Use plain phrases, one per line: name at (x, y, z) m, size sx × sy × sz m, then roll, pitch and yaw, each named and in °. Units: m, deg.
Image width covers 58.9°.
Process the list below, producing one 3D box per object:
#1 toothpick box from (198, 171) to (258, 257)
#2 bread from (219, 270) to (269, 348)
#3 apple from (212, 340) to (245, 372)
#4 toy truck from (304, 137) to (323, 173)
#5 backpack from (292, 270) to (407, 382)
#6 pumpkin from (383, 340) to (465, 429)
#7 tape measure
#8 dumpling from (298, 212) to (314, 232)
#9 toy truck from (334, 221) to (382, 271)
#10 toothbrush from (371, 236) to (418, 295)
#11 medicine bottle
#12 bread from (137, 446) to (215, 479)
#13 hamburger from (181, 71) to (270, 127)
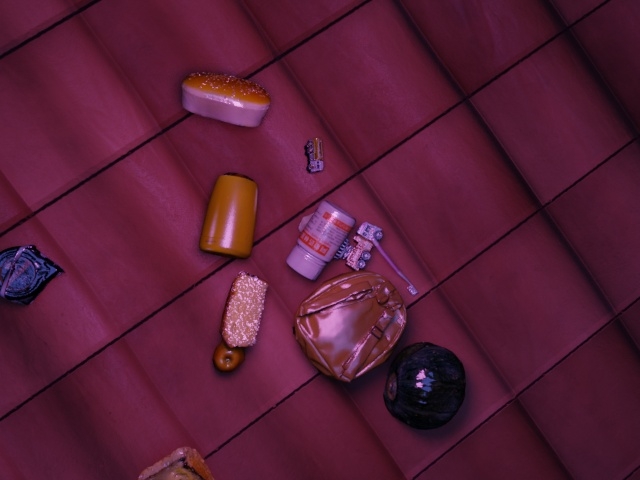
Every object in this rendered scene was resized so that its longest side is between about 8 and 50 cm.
toothpick box at (-0.297, -0.083, 1.888) m, size 0.175 × 0.175 × 0.271 m, roll 11°, pitch 82°, yaw -7°
bread at (-0.263, 0.243, 1.890) m, size 0.129 × 0.134 × 0.260 m, roll 18°, pitch 69°, yaw -16°
apple at (-0.309, 0.386, 1.891) m, size 0.114 × 0.102 × 0.099 m, roll -39°, pitch 93°, yaw -6°
toy truck at (-0.021, -0.299, 1.996) m, size 0.063 × 0.052 × 0.123 m, roll -4°, pitch 86°, yaw -14°
backpack at (0.108, 0.286, 1.904) m, size 0.378 × 0.201 × 0.353 m, roll -28°, pitch 89°, yaw -6°
pumpkin at (0.374, 0.505, 1.931) m, size 0.264 × 0.197 × 0.292 m, roll 14°, pitch 87°, yaw -9°
tape measure at (-0.958, 0.104, 1.820) m, size 0.182 × 0.107 × 0.181 m, roll -45°, pitch 96°, yaw -8°
dumpling at (-0.038, -0.059, 1.989) m, size 0.052 × 0.057 × 0.076 m, roll 9°, pitch 57°, yaw 29°
toy truck at (0.132, 0.014, 1.985) m, size 0.115 × 0.080 × 0.177 m, roll 31°, pitch 84°, yaw 1°
toothbrush at (0.258, 0.094, 1.980) m, size 0.025 × 0.020 × 0.286 m, roll -40°, pitch 113°, yaw -1°
medicine bottle at (0.000, 0.000, 1.917) m, size 0.144 × 0.144 × 0.252 m, roll 31°, pitch 100°, yaw -5°
bread at (-0.462, 0.782, 1.823) m, size 0.204 × 0.162 × 0.262 m, roll -32°, pitch 114°, yaw -10°
hamburger at (-0.316, -0.474, 1.885) m, size 0.295 × 0.227 × 0.151 m, roll 16°, pitch 108°, yaw -10°
